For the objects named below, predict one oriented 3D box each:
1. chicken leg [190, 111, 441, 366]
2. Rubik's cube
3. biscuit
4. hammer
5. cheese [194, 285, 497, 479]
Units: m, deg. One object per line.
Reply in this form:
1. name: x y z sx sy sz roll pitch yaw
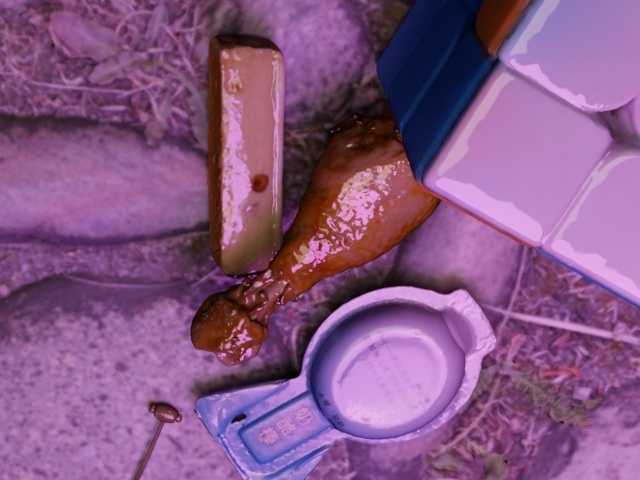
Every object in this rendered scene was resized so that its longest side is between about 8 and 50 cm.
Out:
1. chicken leg: 0.001 0.001 1.332 0.251 0.087 0.107 -46 124 -3
2. Rubik's cube: 0.239 -0.133 1.215 0.291 0.292 0.290 29 105 -13
3. biscuit: -0.056 -0.065 1.350 0.056 0.052 0.188 -5 112 -15
4. hammer: -0.149 0.190 1.456 0.029 0.014 0.123 23 108 -2
5. cheese: 0.027 0.120 1.421 0.244 0.052 0.135 -30 106 8
